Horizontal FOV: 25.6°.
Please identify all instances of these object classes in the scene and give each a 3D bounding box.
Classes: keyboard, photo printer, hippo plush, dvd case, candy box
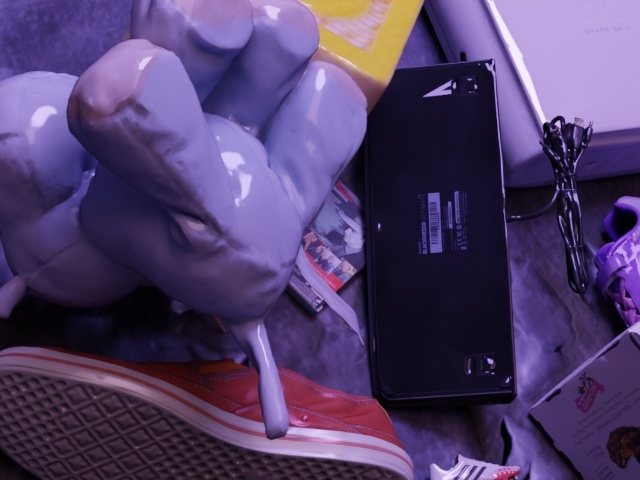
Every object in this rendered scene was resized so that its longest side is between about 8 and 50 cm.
[{"bbox_3d":[0.139,-0.013,1.210,0.202,0.033,0.317,-4,68,10],"label":"keyboard"},{"bbox_3d":[0.240,-0.210,1.390,0.256,0.107,0.307,-7,65,-28],"label":"photo printer"},{"bbox_3d":[-0.113,-0.044,0.997,0.234,0.237,0.294,-46,118,-44],"label":"hippo plush"},{"bbox_3d":[0.000,0.000,1.214,0.087,0.013,0.119,44,54,5],"label":"dvd case"},{"bbox_3d":[0.288,0.169,1.148,0.070,0.165,0.196,-30,77,-35],"label":"candy box"}]

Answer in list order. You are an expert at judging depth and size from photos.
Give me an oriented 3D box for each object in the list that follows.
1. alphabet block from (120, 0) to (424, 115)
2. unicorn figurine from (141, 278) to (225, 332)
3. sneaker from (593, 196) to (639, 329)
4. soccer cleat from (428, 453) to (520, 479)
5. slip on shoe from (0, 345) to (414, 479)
[{"bbox_3d":[-0.053,-0.148,1.141,0.193,0.197,0.192,29,39,-7],"label":"alphabet block"},{"bbox_3d":[-0.150,0.012,1.108,0.111,0.060,0.162,-21,77,-25],"label":"unicorn figurine"},{"bbox_3d":[0.297,0.049,1.277,0.105,0.095,0.236,17,50,-7],"label":"sneaker"},{"bbox_3d":[0.126,0.189,1.148,0.083,0.029,0.035,-10,70,-24],"label":"soccer cleat"},{"bbox_3d":[-0.090,0.137,1.040,0.331,0.123,0.101,13,34,-17],"label":"slip on shoe"}]
